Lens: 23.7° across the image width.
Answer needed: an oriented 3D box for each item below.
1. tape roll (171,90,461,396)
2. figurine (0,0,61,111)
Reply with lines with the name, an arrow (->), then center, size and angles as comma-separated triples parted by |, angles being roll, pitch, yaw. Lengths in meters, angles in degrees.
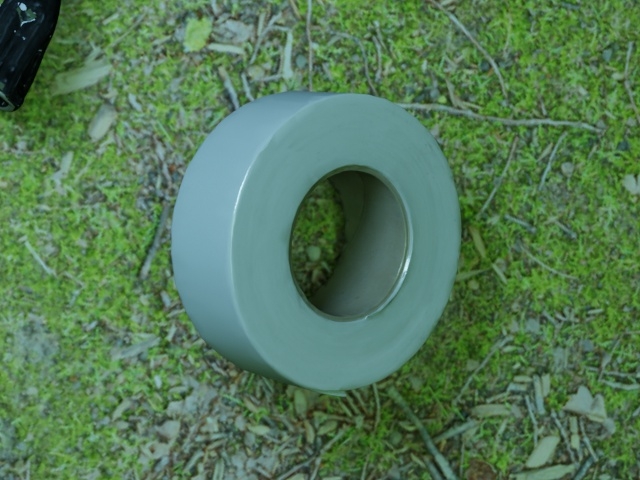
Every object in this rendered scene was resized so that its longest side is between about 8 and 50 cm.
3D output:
tape roll -> 0.000, 0.000, 1.455 | 0.286, 0.100, 0.286 | -6, 100, -39
figurine -> -0.318, -0.260, 1.386 | 0.215, 0.092, 0.209 | 31, 78, -15
